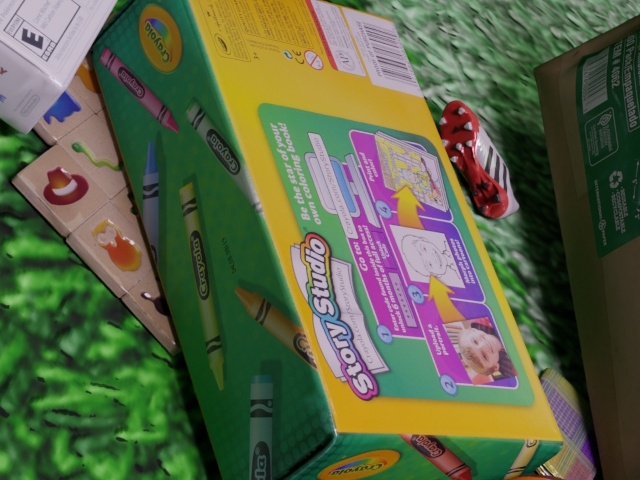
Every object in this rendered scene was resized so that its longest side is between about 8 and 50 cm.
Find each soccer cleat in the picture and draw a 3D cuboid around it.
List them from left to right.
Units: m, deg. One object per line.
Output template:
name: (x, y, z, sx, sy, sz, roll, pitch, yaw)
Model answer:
soccer cleat: (0.102, -0.051, 1.146, 0.035, 0.029, 0.083, 2, 59, -57)

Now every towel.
towel: (0.140, 0.113, 1.050, 0.060, 0.009, 0.083, 46, 34, -4)

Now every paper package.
paper package: (0.308, 0.028, 1.139, 0.309, 0.168, 0.325, 21, 52, -37)

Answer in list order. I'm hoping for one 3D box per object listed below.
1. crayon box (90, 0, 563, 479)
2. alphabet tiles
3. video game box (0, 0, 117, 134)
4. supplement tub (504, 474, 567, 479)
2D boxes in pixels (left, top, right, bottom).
crayon box: (0.000, 0.000, 0.924, 0.165, 0.081, 0.278, 8, 52, -43)
alphabet tiles: (-0.063, -0.037, 0.968, 0.198, 0.009, 0.237, 48, 35, -3)
video game box: (-0.186, -0.173, 0.922, 0.187, 0.048, 0.205, 38, 37, -14)
supplement tub: (0.085, 0.173, 0.851, 0.198, 0.106, 0.106, -13, 68, -53)
